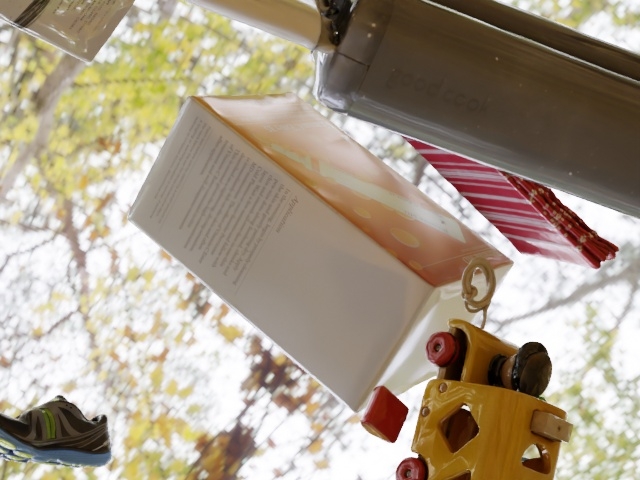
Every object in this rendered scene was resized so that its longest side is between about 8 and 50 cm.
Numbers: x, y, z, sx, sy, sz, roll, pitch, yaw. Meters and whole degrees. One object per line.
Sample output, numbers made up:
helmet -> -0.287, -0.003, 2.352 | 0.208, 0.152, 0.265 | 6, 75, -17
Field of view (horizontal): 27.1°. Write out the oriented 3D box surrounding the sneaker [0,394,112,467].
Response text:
sneaker -> -0.315, 0.210, 1.494 | 0.188, 0.067, 0.078 | 18, -115, -42

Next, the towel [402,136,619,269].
towel -> 0.135, -0.076, 1.201 | 0.275, 0.199, 0.031 | 43, -96, -11

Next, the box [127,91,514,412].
box -> 0.000, 0.000, 1.453 | 0.345, 0.168, 0.215 | 39, -157, 20

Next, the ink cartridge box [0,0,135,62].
ink cartridge box -> -0.257, -0.233, 1.035 | 0.148, 0.086, 0.203 | 39, -173, 27

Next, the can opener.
can opener -> 0.033, -0.088, 0.448 | 0.283, 0.095, 0.076 | 18, -154, -12

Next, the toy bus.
toy bus -> 0.137, 0.142, 1.015 | 0.191, 0.104, 0.202 | -36, -63, -38
